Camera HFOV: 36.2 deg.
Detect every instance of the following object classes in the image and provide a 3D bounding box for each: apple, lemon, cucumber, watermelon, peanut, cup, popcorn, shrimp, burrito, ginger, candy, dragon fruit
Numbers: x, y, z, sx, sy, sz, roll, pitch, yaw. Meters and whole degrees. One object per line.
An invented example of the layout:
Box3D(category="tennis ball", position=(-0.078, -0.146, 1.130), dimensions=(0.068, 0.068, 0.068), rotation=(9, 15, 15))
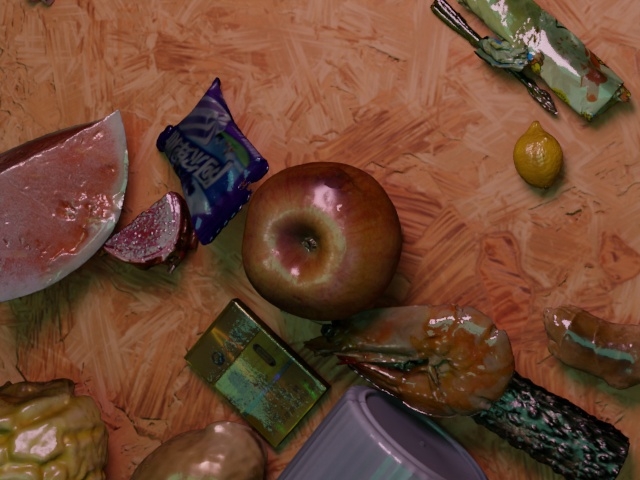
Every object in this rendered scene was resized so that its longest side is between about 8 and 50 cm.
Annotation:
Box3D(category="apple", position=(0.000, 0.000, 1.257), dimensions=(0.211, 0.188, 0.211), rotation=(1, 93, 20))
Box3D(category="lemon", position=(0.288, -0.112, 1.294), dimensions=(0.065, 0.065, 0.092), rotation=(-9, 95, 17))
Box3D(category="cucumber", position=(0.234, 0.203, 1.306), dimensions=(0.359, 0.096, 0.096), rotation=(32, 101, 12))
Box3D(category="watermelon", position=(-0.394, -0.072, 1.445), dimensions=(0.260, 0.176, 0.256), rotation=(-22, 65, -12))
Box3D(category="peanut", position=(-0.216, 0.401, 1.417), dimensions=(0.174, 0.158, 0.339), rotation=(29, 97, 35))
Box3D(category="cup", position=(0.074, 0.400, 1.279), dimensions=(0.331, 0.257, 0.311), rotation=(37, 100, 14))
Box3D(category="popcorn", position=(-0.451, 0.327, 1.443), dimensions=(0.293, 0.293, 0.236), rotation=(-9, 96, 17))
Box3D(category="shrimp", position=(0.108, 0.152, 1.280), dimensions=(0.295, 0.062, 0.153), rotation=(4, 103, 29))
Box3D(category="burrito", position=(0.274, -0.255, 1.289), dimensions=(0.104, 0.054, 0.288), rotation=(-43, 79, -5))
Box3D(category="ginger", position=(0.378, 0.137, 1.274), dimensions=(0.190, 0.069, 0.095), rotation=(18, 102, 14))
Box3D(category="candy", position=(-0.156, -0.120, 1.366), dimensions=(0.145, 0.070, 0.275), rotation=(-49, 40, 17))
Box3D(category="dragon fruit", position=(-0.236, 0.006, 1.440), dimensions=(0.147, 0.102, 0.096), rotation=(-39, 87, 12))

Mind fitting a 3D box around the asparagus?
Box3D(category="asparagus", position=(0.237, -0.250, 1.326), dimensions=(0.233, 0.022, 0.023), rotation=(45, 59, 13))

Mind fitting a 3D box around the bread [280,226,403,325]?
Box3D(category="bread", position=(0.025, 0.037, 1.379), dimensions=(0.140, 0.060, 0.178), rotation=(21, 98, 15))

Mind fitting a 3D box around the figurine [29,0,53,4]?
Box3D(category="figurine", position=(-0.459, -0.419, 1.510), dimensions=(0.129, 0.054, 0.072), rotation=(34, 97, 11))

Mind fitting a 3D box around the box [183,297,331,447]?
Box3D(category="box", position=(-0.094, 0.192, 1.437), dimensions=(0.193, 0.030, 0.121), rotation=(42, 102, 10))
